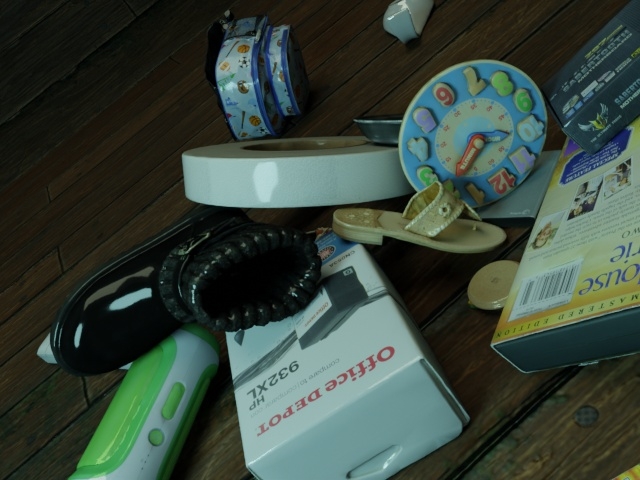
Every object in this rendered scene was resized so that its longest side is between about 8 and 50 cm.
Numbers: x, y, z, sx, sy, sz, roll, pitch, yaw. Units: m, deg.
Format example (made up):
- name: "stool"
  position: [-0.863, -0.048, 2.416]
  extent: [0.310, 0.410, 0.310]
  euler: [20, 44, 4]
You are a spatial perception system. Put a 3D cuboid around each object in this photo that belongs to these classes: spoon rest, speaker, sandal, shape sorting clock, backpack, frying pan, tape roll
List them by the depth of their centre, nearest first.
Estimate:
- name: "sandal"
  position: [0.138, -0.040, 0.859]
  extent: [0.240, 0.079, 0.088]
  euler: [3, 29, -6]
- name: "shape sorting clock"
  position: [0.205, -0.136, 0.874]
  extent: [0.206, 0.206, 0.040]
  euler: [-33, 32, 6]
- name: "speaker"
  position: [-0.243, 0.257, 0.922]
  extent: [0.131, 0.131, 0.296]
  euler: [-14, 38, 32]
- name: "frying pan"
  position: [0.171, -0.187, 1.031]
  extent: [0.197, 0.053, 0.326]
  euler: [3, 14, 21]
- name: "tape roll"
  position: [-0.022, -0.118, 1.044]
  extent: [0.392, 0.072, 0.392]
  euler: [-3, 12, 1]
- name: "backpack"
  position: [-0.142, -0.368, 1.537]
  extent: [0.213, 0.276, 0.263]
  euler: [-4, 46, 22]
- name: "spoon rest"
  position: [0.206, -0.531, 1.572]
  extent: [0.137, 0.084, 0.276]
  euler: [-21, 22, 22]

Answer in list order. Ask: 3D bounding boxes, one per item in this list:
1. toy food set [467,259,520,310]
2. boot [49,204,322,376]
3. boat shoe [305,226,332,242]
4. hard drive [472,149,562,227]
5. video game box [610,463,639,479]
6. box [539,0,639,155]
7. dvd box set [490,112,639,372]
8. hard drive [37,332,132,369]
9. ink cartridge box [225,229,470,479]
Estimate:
- name: "toy food set"
  position: [0.225, 0.056, 0.827]
  extent: [0.082, 0.020, 0.083]
  euler: [8, 53, 49]
- name: "boot"
  position: [-0.185, 0.080, 0.844]
  extent: [0.348, 0.131, 0.260]
  euler: [-42, 29, -11]
- name: "boat shoe"
  position: [0.000, 0.000, 1.097]
  extent: [0.137, 0.043, 0.049]
  euler: [-15, 36, 29]
- name: "hard drive"
  position: [0.284, -0.073, 0.934]
  extent: [0.094, 0.022, 0.135]
  euler: [0, 47, 44]
- name: "video game box"
  position: [0.339, 0.225, 0.474]
  extent: [0.187, 0.048, 0.205]
  euler: [-32, 32, 4]
- name: "box"
  position: [0.390, -0.232, 0.814]
  extent: [0.233, 0.059, 0.183]
  euler: [-45, 12, 27]
- name: "dvd box set"
  position: [0.366, -0.066, 0.706]
  extent: [0.307, 0.062, 0.420]
  euler: [-34, 21, 55]
- name: "hard drive"
  position: [-0.387, 0.142, 1.285]
  extent: [0.353, 0.047, 0.233]
  euler: [-5, 44, 39]
- name: "ink cartridge box"
  position: [0.011, 0.144, 0.816]
  extent: [0.223, 0.129, 0.307]
  euler: [-33, 31, 5]
